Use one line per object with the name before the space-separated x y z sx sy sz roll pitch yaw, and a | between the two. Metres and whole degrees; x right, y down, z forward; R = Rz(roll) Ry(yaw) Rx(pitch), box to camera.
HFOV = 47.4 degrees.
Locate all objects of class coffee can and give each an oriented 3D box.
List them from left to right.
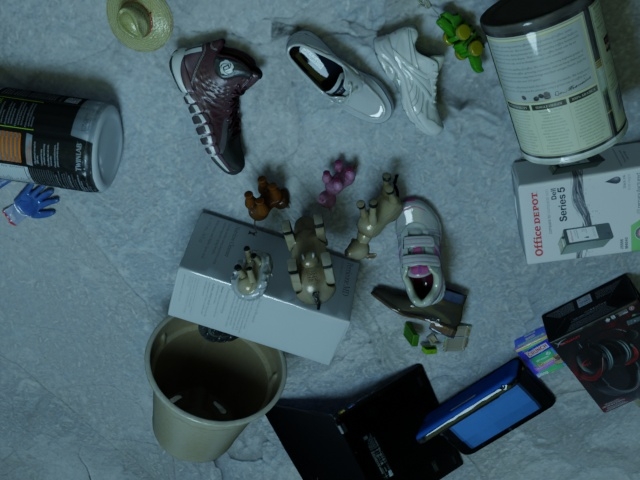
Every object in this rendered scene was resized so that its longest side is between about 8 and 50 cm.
coffee can | 0.425 -0.305 1.317 0.201 0.201 0.275 -17 118 17

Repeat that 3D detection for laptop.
laptop | 0.112 0.525 1.984 0.408 0.236 0.382 -29 118 -9

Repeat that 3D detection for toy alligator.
toy alligator | 0.258 -0.400 1.371 0.190 0.056 0.051 46 74 -18

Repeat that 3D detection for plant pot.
plant pot | -0.282 0.381 1.790 0.333 0.334 0.305 19 133 -5

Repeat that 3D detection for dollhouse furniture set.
dollhouse furniture set | 0.283 0.230 1.775 0.151 0.058 0.076 -2 116 -14

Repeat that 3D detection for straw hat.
straw hat | -0.365 -0.429 1.423 0.144 0.061 0.144 3 122 5

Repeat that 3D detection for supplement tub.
supplement tub | -0.589 -0.212 1.508 0.316 0.193 0.194 9 122 2

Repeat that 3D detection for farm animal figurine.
farm animal figurine | 0.000 0.000 1.532 0.330 0.327 0.172 3 146 11

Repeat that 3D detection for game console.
game console | 0.413 0.440 1.791 0.293 0.250 0.173 -38 84 18

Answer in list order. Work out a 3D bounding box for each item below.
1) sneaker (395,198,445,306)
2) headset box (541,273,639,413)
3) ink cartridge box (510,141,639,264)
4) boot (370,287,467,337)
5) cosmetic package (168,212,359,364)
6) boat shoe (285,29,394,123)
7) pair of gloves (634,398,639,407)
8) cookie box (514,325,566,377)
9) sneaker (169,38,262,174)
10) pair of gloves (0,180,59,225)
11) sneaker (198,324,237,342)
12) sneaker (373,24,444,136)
sneaker | 0.221 0.034 1.590 0.103 0.111 0.252 -12 100 14
headset box | 0.688 0.252 1.685 0.218 0.110 0.293 -32 113 23
ink cartridge box | 0.544 -0.074 1.497 0.272 0.115 0.198 -9 120 12
boot | 0.234 0.135 1.709 0.219 0.082 0.106 25 96 3
cosmetic package | -0.120 0.107 1.632 0.385 0.217 0.156 16 128 -4
boat shoe | 0.035 -0.307 1.434 0.258 0.084 0.095 32 120 -12
pair of gloves | 0.896 0.387 1.785 0.240 0.042 0.204 43 121 -16
cookie box | 0.535 0.269 1.756 0.092 0.040 0.107 -32 112 25
sneaker | -0.176 -0.274 1.472 0.162 0.106 0.281 -18 117 14
pair of gloves | -0.705 -0.123 1.679 0.159 0.023 0.198 -24 117 20
sneaker | -0.157 0.175 1.749 0.286 0.130 0.109 10 121 -26
sneaker | 0.198 -0.310 1.412 0.115 0.090 0.232 -25 116 17
